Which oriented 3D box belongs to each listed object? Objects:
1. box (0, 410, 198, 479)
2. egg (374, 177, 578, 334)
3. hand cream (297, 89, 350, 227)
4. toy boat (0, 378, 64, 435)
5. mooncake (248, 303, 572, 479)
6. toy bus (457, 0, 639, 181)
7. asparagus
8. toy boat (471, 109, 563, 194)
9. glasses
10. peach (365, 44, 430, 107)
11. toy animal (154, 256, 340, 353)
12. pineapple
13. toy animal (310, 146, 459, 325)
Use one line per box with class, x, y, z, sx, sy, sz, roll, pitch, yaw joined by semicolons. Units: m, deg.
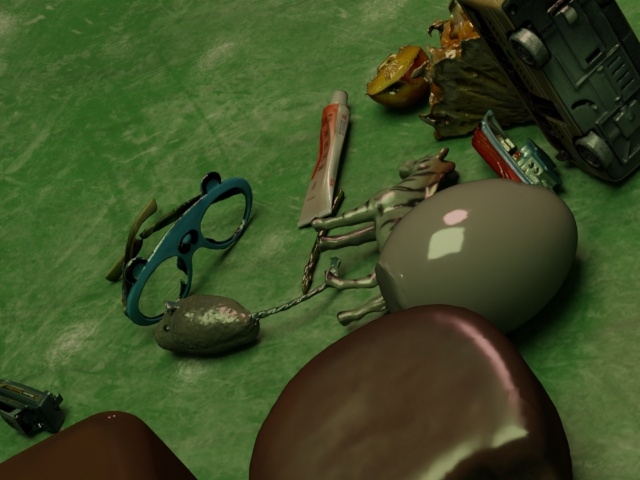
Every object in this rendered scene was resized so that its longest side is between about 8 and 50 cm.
box;-0.194;0.369;1.606;0.239;0.339;0.229;-29;39;7
egg;0.179;0.020;1.801;0.231;0.176;0.176;-27;41;-6
hand cream;0.008;-0.111;2.139;0.038;0.052;0.216;17;54;-7
toy boat;-0.393;0.210;2.085;0.141;0.055;0.060;13;53;39
mooncake;0.103;0.230;1.662;0.333;0.174;0.326;13;63;36
toy bus;0.285;-0.212;1.872;0.139;0.289;0.157;-44;31;-8
asparagus;0.000;0.000;2.055;0.016;0.016;0.163;11;55;16
toy boat;0.235;-0.102;1.956;0.059;0.069;0.173;-45;41;10
glasses;-0.195;0.007;2.145;0.239;0.102;0.207;-50;16;-14
peach;0.110;-0.212;2.146;0.098;0.061;0.098;-36;20;16
toy animal;-0.093;0.087;1.996;0.252;0.070;0.079;-18;73;16
pineapple;0.217;-0.215;2.022;0.236;0.186;0.115;127;163;-58
toy animal;0.072;-0.013;1.962;0.169;0.090;0.255;-4;53;16
